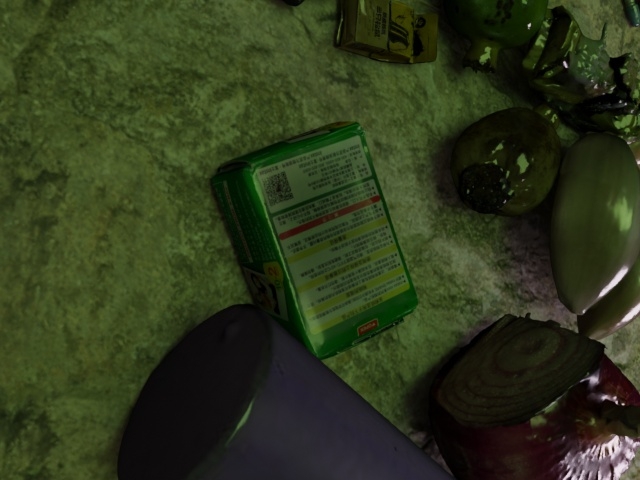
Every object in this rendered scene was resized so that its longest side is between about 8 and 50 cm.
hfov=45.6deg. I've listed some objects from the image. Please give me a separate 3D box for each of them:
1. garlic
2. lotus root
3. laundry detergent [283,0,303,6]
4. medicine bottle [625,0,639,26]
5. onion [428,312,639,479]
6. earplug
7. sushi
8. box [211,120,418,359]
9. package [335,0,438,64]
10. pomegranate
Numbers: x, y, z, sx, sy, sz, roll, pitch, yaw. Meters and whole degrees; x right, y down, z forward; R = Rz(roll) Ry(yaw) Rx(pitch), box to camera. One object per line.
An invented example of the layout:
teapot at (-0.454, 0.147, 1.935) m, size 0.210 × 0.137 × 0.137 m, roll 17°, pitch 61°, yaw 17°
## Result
garlic at (0.407, -0.020, 1.068) m, size 0.279 × 0.132 × 0.325 m, roll 36°, pitch 58°, yaw -43°
lotus root at (0.258, -0.113, 1.018) m, size 0.214 × 0.138 × 0.138 m, roll -39°, pitch 107°, yaw -33°
laundry detergent at (0.026, -0.363, 0.925) m, size 0.225 × 0.070 × 0.099 m, roll -49°, pitch 114°, yaw -22°
medicine bottle at (0.527, -0.414, 1.229) m, size 0.092 × 0.061 × 0.220 m, roll -27°, pitch 101°, yaw -9°
onion at (0.277, 0.234, 0.960) m, size 0.256 × 0.272 × 0.230 m, roll -25°, pitch 115°, yaw 4°
earplug at (0.021, 0.277, 0.825) m, size 0.456 × 0.215 × 0.215 m, roll 41°, pitch 69°, yaw -27°
sushi at (0.387, -0.244, 1.089) m, size 0.291 × 0.131 × 0.139 m, roll 21°, pitch 81°, yaw -38°
box at (0.000, 0.000, 0.876) m, size 0.180 × 0.103 × 0.250 m, roll -22°, pitch 97°, yaw -30°
package at (0.085, -0.267, 0.968) m, size 0.131 × 0.047 × 0.070 m, roll 5°, pitch 83°, yaw -32°
pomegranate at (0.223, -0.314, 0.996) m, size 0.169 × 0.143 × 0.122 m, roll -60°, pitch 146°, yaw -8°
